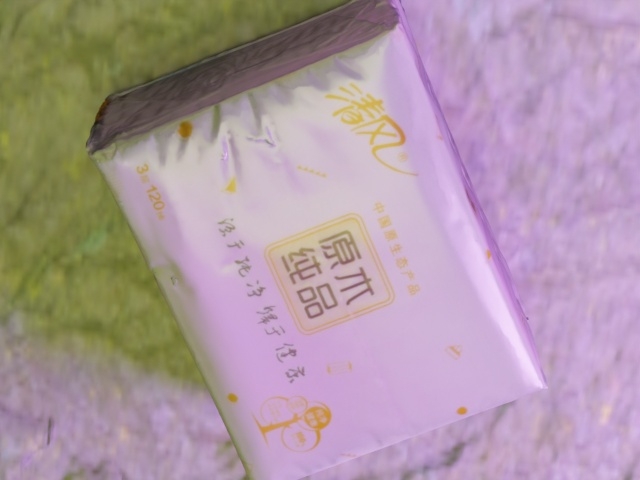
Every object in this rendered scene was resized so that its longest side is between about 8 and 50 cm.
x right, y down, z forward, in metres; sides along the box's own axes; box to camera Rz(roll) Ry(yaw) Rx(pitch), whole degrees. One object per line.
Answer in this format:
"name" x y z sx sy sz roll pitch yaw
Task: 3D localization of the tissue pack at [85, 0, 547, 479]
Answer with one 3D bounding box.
"tissue pack" 0.000 0.000 1.026 0.185 0.124 0.225 -22 109 8
